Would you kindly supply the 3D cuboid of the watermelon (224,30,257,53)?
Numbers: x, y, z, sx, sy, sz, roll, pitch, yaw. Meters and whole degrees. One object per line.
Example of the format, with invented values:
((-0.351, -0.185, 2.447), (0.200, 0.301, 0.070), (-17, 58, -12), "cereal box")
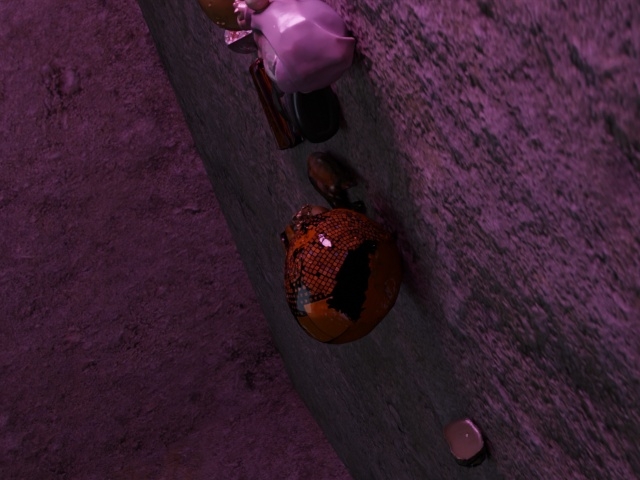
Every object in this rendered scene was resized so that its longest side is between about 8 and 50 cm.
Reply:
((-0.151, -0.414, 2.094), (0.061, 0.085, 0.085), (-5, 113, 48), "watermelon")

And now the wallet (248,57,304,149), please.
((-0.099, -0.278, 2.122), (0.196, 0.042, 0.161), (66, 170, -6), "wallet")

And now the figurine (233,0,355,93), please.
((-0.043, -0.314, 1.518), (0.200, 0.133, 0.276), (58, -178, -43), "figurine")

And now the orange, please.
((0.038, 0.063, 1.736), (0.182, 0.234, 0.234), (12, 144, 20), "orange")

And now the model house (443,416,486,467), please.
((0.253, 0.362, 1.786), (0.079, 0.066, 0.083), (58, 169, 40), "model house")

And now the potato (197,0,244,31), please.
((-0.156, -0.465, 1.739), (0.150, 0.146, 0.234), (18, 141, 33), "potato")

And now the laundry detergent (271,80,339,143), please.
((-0.039, -0.254, 1.785), (0.222, 0.078, 0.144), (-130, 19, -63), "laundry detergent")

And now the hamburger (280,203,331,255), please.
((0.000, 0.000, 1.964), (0.185, 0.131, 0.159), (45, -170, -41), "hamburger")

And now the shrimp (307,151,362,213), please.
((0.029, -0.084, 1.890), (0.145, 0.059, 0.254), (66, 171, -24), "shrimp")
